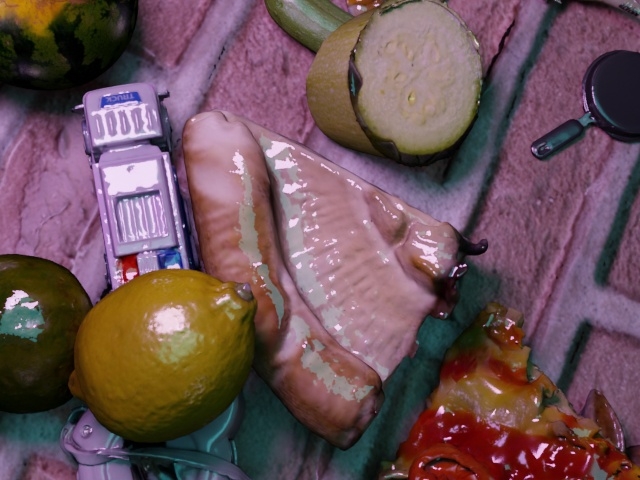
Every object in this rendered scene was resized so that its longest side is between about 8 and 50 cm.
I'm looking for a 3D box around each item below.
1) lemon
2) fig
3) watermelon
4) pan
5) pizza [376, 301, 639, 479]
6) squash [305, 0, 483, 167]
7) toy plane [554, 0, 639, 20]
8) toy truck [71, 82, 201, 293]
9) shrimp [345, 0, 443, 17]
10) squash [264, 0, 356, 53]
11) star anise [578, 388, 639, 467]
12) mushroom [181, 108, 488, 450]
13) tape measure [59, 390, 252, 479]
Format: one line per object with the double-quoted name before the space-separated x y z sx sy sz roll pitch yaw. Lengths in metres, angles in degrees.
"lemon" -0.167 0.124 1.105 0.248 0.184 0.184 -28 86 17
"fig" -0.389 0.117 1.173 0.244 0.195 0.195 -12 83 -17
"watermelon" -0.351 -0.312 1.213 0.268 0.269 0.269 1 82 -7
"pan" 0.396 -0.182 1.401 0.235 0.028 0.136 -32 87 -11
"pizza" 0.199 0.260 1.216 0.439 0.130 0.406 -19 58 24
"squash" 0.104 -0.209 1.298 0.220 0.133 0.220 -5 102 -24
"toy plane" 0.398 -0.354 1.403 0.286 0.092 0.108 31 100 -2
"toy truck" -0.228 -0.064 1.237 0.124 0.155 0.268 -11 83 -8
"shrimp" 0.126 -0.401 1.384 0.145 0.059 0.254 28 79 -5
"squash" 0.018 -0.283 1.344 0.219 0.068 0.077 28 102 -4
"star anise" 0.349 0.353 1.275 0.315 0.108 0.316 0 86 -2
"mushroom" -0.036 0.026 1.245 0.397 0.224 0.314 33 93 6
"tape measure" -0.193 0.270 1.213 0.236 0.120 0.197 -16 76 -1
